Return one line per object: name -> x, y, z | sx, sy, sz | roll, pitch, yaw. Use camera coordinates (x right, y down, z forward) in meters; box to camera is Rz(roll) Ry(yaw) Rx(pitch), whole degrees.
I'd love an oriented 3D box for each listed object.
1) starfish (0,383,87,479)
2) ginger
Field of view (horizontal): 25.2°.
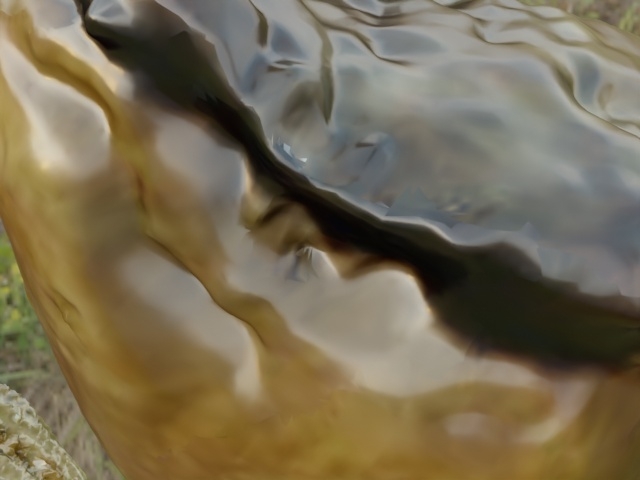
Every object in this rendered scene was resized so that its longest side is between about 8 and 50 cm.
starfish -> -0.191, 0.070, 0.575 | 0.277, 0.062, 0.235 | -42, 100, -8
ginger -> 0.000, -0.002, 0.464 | 0.269, 0.223, 0.200 | 26, 35, -3
